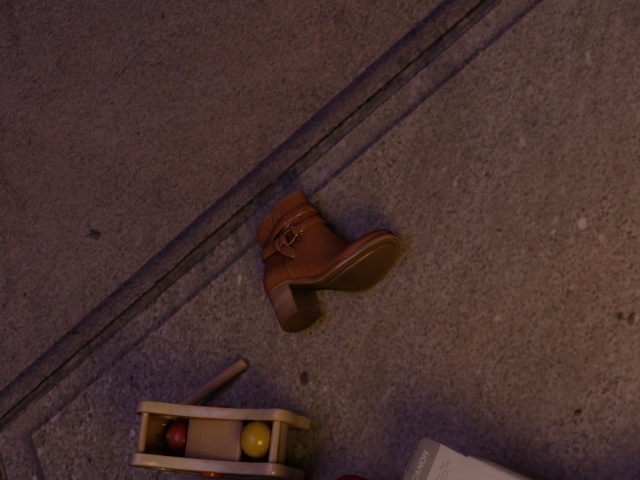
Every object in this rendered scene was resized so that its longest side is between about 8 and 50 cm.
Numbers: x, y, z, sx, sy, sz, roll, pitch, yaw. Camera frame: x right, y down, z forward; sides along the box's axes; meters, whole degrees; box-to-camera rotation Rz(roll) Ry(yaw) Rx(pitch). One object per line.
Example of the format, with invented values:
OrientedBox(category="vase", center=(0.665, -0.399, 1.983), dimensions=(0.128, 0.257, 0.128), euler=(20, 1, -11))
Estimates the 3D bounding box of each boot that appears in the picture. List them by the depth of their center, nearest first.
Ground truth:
OrientedBox(category="boot", center=(0.000, 0.000, 2.133), dimensions=(0.197, 0.073, 0.152), euler=(-35, 53, 25))

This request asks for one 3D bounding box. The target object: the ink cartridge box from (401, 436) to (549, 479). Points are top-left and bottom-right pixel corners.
OrientedBox(category="ink cartridge box", center=(0.175, 0.390, 1.817), dimensions=(0.272, 0.130, 0.309), euler=(23, 90, 42))

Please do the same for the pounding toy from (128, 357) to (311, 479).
OrientedBox(category="pounding toy", center=(-0.135, 0.205, 2.131), dimensions=(0.269, 0.154, 0.155), euler=(-3, 75, 40))

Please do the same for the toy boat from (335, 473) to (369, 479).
OrientedBox(category="toy boat", center=(-0.018, 0.330, 1.937), dimensions=(0.151, 0.231, 0.151), euler=(22, 106, 12))
